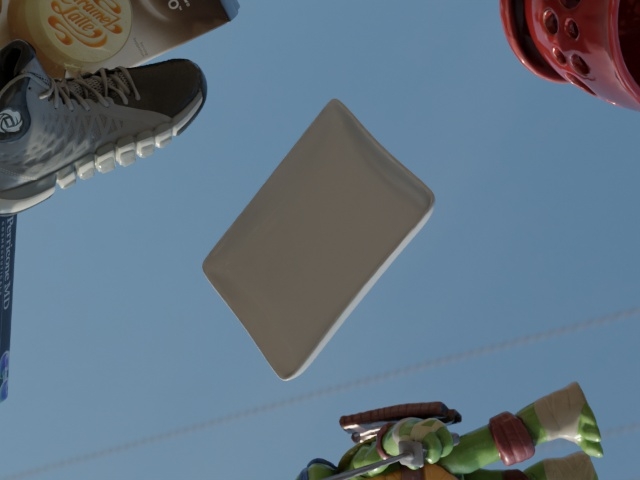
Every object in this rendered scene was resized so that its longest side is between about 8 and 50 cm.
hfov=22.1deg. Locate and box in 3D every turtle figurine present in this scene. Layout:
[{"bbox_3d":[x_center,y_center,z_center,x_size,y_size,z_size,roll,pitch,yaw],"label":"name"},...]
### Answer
[{"bbox_3d":[0.117,0.236,1.396,0.266,0.197,0.274,-14,-175,-2],"label":"turtle figurine"}]

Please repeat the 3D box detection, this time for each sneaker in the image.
[{"bbox_3d":[-0.204,-0.122,1.366,0.229,0.132,0.086,-32,-137,-18],"label":"sneaker"}]

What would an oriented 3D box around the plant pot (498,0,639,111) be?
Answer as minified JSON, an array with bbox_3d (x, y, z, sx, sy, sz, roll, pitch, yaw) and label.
[{"bbox_3d":[0.267,-0.216,1.442,0.191,0.191,0.174,-51,-144,-9],"label":"plant pot"}]

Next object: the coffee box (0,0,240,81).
[{"bbox_3d":[-0.220,-0.228,1.583,0.246,0.141,0.098,-25,-167,10],"label":"coffee box"}]

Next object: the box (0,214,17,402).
[{"bbox_3d":[-0.556,0.116,1.998,0.212,0.293,0.395,12,-159,14],"label":"box"}]

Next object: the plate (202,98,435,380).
[{"bbox_3d":[0.000,0.000,1.953,0.277,0.045,0.278,-51,-142,8],"label":"plate"}]
